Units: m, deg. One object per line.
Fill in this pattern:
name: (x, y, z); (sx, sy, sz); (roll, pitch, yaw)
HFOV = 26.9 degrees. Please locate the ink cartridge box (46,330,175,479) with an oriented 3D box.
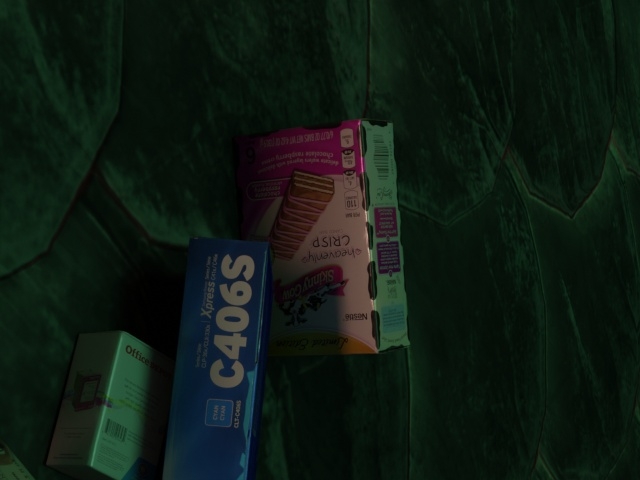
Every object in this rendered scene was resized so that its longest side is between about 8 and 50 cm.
ink cartridge box: (-0.178, 0.150, 1.160); (0.088, 0.052, 0.122); (42, 52, -49)

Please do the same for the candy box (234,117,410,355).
candy box: (0.000, 0.000, 1.370); (0.071, 0.159, 0.233); (-5, 90, -57)

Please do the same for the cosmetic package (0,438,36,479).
cosmetic package: (-0.289, 0.188, 0.777); (0.129, 0.153, 0.296); (46, 5, 15)

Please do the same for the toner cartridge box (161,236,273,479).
toner cartridge box: (-0.095, 0.185, 1.202); (0.165, 0.075, 0.348); (88, 7, -74)
